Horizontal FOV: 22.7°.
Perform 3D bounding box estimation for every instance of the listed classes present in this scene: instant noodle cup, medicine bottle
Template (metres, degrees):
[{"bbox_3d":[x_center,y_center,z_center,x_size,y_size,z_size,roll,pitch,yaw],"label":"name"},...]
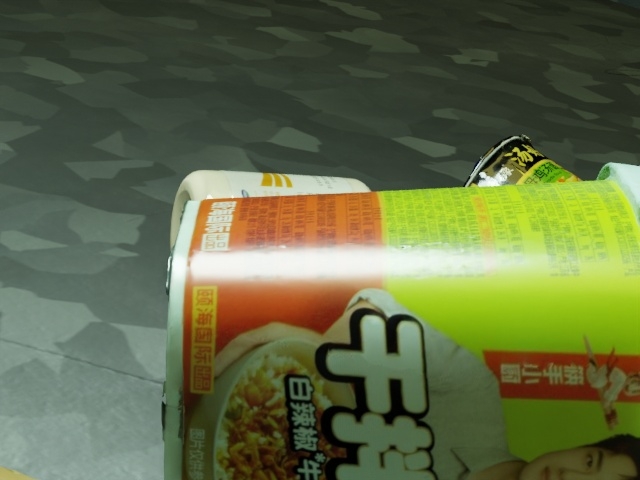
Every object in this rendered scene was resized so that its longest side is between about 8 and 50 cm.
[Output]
[{"bbox_3d":[0.201,-0.008,1.489,0.122,0.151,0.151,33,29,25],"label":"instant noodle cup"},{"bbox_3d":[0.059,0.087,1.010,0.307,0.294,0.294,2,20,-1],"label":"instant noodle cup"},{"bbox_3d":[0.000,0.000,1.399,0.252,0.114,0.114,3,21,-20],"label":"medicine bottle"}]

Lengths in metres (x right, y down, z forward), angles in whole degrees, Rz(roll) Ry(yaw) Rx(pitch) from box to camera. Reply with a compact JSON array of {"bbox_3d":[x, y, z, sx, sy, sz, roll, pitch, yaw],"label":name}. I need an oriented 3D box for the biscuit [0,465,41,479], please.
[{"bbox_3d":[0.035,0.231,0.612,0.429,0.104,0.446,29,8,-31],"label":"biscuit"}]
